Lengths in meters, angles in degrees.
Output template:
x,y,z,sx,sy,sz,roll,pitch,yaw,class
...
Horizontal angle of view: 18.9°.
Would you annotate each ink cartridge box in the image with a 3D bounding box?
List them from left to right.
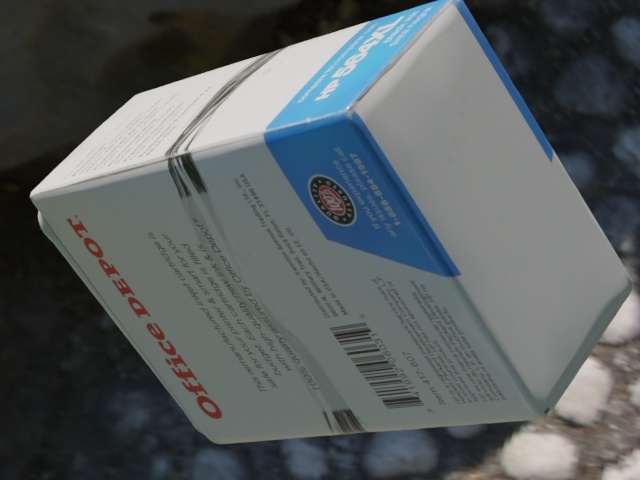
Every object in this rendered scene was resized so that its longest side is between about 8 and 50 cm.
x,y,z,sx,sy,sz,roll,pitch,yaw,class
0.000,0.000,0.788,0.203,0.148,0.086,-9,32,47,ink cartridge box
